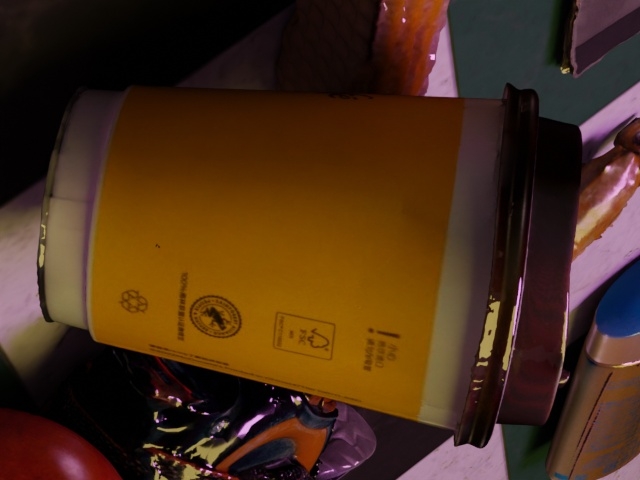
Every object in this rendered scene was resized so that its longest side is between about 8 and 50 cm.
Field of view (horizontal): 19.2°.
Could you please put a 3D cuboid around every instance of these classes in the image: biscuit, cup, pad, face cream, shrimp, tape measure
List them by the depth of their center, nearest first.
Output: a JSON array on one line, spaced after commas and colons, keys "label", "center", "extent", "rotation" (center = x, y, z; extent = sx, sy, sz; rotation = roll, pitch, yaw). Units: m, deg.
[{"label": "cup", "center": [0.000, 0.000, 1.009], "extent": [0.196, 0.279, 0.196], "rotation": [9, 90, -86]}, {"label": "biscuit", "center": [0.018, -0.100, 1.100], "extent": [0.054, 0.094, 0.379], "rotation": [-20, 145, -26]}, {"label": "tape measure", "center": [-0.090, 0.139, 1.249], "extent": [0.223, 0.135, 0.202], "rotation": [-3, 134, -53]}, {"label": "pad", "center": [0.260, -0.222, 1.317], "extent": [0.233, 0.022, 0.174], "rotation": [-34, 150, -19]}, {"label": "shrimp", "center": [0.207, -0.021, 1.515], "extent": [0.187, 0.051, 0.132], "rotation": [-47, 171, 19]}, {"label": "face cream", "center": [0.291, 0.119, 1.784], "extent": [0.139, 0.067, 0.285], "rotation": [-29, 150, -26]}]

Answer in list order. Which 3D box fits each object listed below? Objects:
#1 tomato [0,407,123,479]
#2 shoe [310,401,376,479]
[{"label": "tomato", "center": [-0.212, 0.226, 1.127], "extent": [0.139, 0.200, 0.233], "rotation": [-75, -171, -64]}, {"label": "shoe", "center": [-0.039, 0.190, 1.465], "extent": [0.169, 0.071, 0.099], "rotation": [-20, 151, -37]}]
